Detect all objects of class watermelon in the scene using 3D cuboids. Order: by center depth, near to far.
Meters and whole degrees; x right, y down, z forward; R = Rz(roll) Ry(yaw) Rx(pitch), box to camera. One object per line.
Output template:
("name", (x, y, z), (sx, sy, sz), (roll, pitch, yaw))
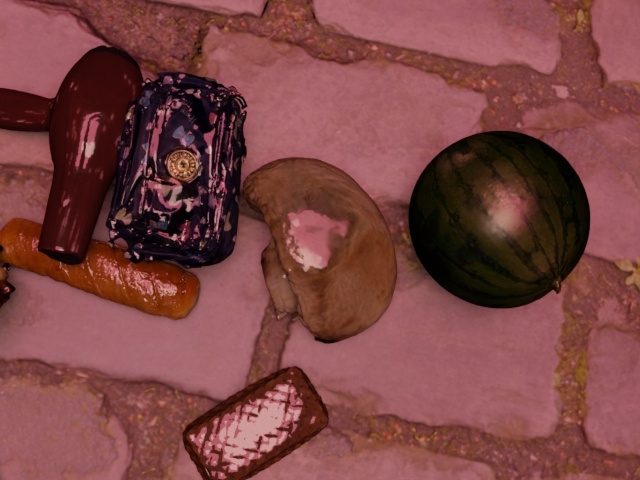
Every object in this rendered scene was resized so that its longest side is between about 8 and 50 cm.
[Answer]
("watermelon", (0.242, -0.029, 0.943), (0.242, 0.242, 0.242), (1, 78, -7))

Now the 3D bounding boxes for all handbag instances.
("handbag", (-0.187, -0.093, 0.911), (0.162, 0.113, 0.260), (8, 87, 9))

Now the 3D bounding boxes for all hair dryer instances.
("hair dryer", (-0.424, -0.137, 0.953), (0.340, 0.123, 0.313), (9, 67, 7))

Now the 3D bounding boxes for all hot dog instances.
("hot dog", (-0.308, 0.039, 0.953), (0.285, 0.061, 0.088), (14, 88, -2))

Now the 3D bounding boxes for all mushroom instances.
("mushroom", (0.008, 0.001, 0.944), (0.189, 0.164, 0.267), (-14, 80, -9))

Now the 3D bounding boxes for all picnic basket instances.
("picnic basket", (-0.086, 0.253, 0.935), (0.193, 0.055, 0.110), (-30, 83, -10))

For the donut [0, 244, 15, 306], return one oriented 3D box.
("donut", (-0.489, 0.046, 0.887), (0.186, 0.126, 0.144), (49, 43, -11))
